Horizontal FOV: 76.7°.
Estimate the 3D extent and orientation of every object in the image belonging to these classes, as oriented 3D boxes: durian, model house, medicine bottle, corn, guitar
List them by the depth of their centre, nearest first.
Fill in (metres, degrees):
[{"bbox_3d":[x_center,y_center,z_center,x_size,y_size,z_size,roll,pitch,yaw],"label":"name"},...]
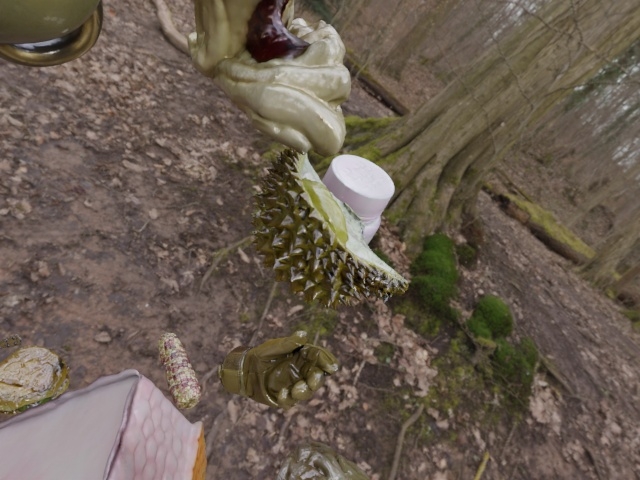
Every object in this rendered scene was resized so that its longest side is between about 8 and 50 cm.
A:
[{"bbox_3d":[-0.254,0.318,0.450,0.202,0.237,0.237,-107,173,-57],"label":"model house"},{"bbox_3d":[0.000,0.000,0.648,0.306,0.172,0.166,45,44,3],"label":"durian"},{"bbox_3d":[0.045,-0.040,1.173,0.214,0.378,0.213,16,41,-15],"label":"medicine bottle"},{"bbox_3d":[-1.027,0.331,1.201,0.038,0.272,0.083,-145,-141,-73],"label":"guitar"},{"bbox_3d":[-0.502,0.451,1.419,0.098,0.098,0.289,22,25,-54],"label":"corn"}]

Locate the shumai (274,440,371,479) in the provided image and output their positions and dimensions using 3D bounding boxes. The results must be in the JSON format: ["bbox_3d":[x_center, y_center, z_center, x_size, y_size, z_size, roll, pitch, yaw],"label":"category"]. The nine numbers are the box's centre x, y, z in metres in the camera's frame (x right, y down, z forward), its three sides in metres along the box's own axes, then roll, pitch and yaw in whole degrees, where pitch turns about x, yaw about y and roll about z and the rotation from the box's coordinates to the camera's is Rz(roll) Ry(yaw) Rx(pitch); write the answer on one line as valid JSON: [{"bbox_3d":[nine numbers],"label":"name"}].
[{"bbox_3d":[0.038,0.335,0.493,0.166,0.176,0.206,57,17,-11],"label":"shumai"}]

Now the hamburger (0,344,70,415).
[{"bbox_3d":[-0.781,0.368,1.074,0.184,0.129,0.206,16,12,-7],"label":"hamburger"}]

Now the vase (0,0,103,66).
[{"bbox_3d":[-0.475,-0.369,0.597,0.240,0.303,0.329,60,4,10],"label":"vase"}]

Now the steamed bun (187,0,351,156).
[{"bbox_3d":[-0.085,-0.293,0.558,0.248,0.189,0.427,8,32,-14],"label":"steamed bun"}]

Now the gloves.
[{"bbox_3d":[-0.084,0.289,0.889,0.141,0.332,0.154,40,51,-37],"label":"gloves"}]
